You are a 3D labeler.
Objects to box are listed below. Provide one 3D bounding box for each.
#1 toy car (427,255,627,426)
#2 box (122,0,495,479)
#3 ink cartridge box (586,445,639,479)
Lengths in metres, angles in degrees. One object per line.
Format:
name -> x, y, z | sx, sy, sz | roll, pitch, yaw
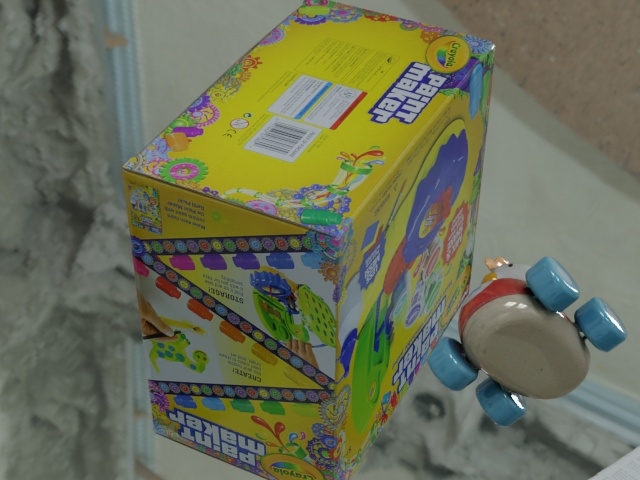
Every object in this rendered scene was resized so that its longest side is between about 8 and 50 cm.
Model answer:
toy car -> 0.267, 0.093, 1.736 | 0.219, 0.238, 0.210 | -42, -58, 19
box -> 0.000, 0.000, 1.013 | 0.177, 0.290, 0.279 | 18, -47, 20
ink cartridge box -> 0.500, 0.400, 1.596 | 0.308, 0.385, 0.091 | 35, -53, 33
